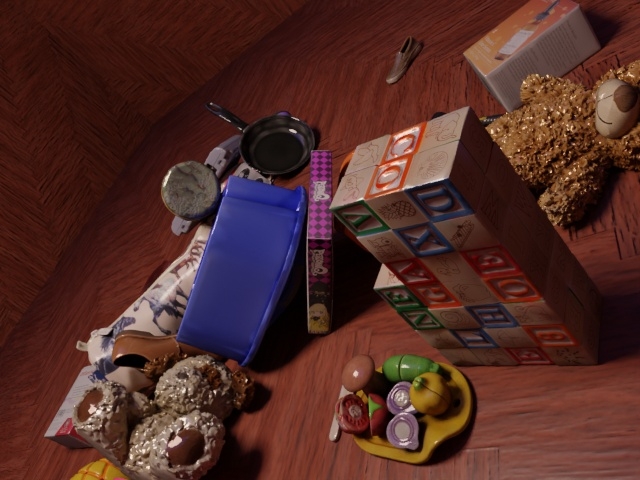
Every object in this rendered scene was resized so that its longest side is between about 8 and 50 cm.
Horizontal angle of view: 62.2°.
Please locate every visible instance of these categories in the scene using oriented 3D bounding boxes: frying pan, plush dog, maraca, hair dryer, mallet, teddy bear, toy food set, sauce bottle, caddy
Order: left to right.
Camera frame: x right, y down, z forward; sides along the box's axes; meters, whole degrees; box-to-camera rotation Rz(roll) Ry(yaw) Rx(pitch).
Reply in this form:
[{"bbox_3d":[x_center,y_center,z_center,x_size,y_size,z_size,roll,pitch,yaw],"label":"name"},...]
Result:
[{"bbox_3d":[-0.370,0.430,0.932,0.186,0.099,0.127,-29,24,-24],"label":"maraca"},{"bbox_3d":[-0.361,0.111,1.363,0.223,0.080,0.293,-40,31,-22],"label":"hair dryer"},{"bbox_3d":[-0.223,0.288,0.870,0.262,0.210,0.225,10,42,25],"label":"plush dog"},{"bbox_3d":[-0.267,-0.092,1.110,0.111,0.111,0.344,-52,9,-9],"label":"sauce bottle"},{"bbox_3d":[-0.120,0.053,0.924,0.241,0.179,0.341,-97,28,-65],"label":"caddy"},{"bbox_3d":[-0.175,-0.258,1.399,0.326,0.053,0.197,9,62,10],"label":"frying pan"},{"bbox_3d":[0.075,0.193,0.656,0.218,0.071,0.128,-12,44,46],"label":"toy food set"},{"bbox_3d":[0.263,-0.201,0.939,0.190,0.039,0.062,12,63,53],"label":"mallet"},{"bbox_3d":[0.306,-0.134,0.718,0.338,0.113,0.245,8,62,56],"label":"teddy bear"}]

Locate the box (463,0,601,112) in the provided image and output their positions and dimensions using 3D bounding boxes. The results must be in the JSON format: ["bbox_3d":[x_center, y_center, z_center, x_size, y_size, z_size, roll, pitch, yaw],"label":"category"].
[{"bbox_3d":[0.355,-0.325,0.907,0.170,0.091,0.130,-36,30,19],"label":"box"}]

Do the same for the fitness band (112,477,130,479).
[{"bbox_3d":[-0.135,0.338,0.611,0.291,0.209,0.054,-16,40,43],"label":"fitness band"}]

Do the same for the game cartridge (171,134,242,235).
[{"bbox_3d":[-0.310,-0.161,1.501,0.294,0.060,0.196,-54,1,24],"label":"game cartridge"}]

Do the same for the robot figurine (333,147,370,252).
[{"bbox_3d":[0.092,-0.083,0.921,0.219,0.128,0.158,-81,0,-46],"label":"robot figurine"}]

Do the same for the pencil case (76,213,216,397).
[{"bbox_3d":[-0.305,0.139,1.114,0.410,0.183,0.160,-47,28,-2],"label":"pencil case"}]

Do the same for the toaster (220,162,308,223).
[{"bbox_3d":[-0.108,-0.060,1.121,0.110,0.186,0.168,-50,37,0],"label":"toaster"}]

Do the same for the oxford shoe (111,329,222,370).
[{"bbox_3d":[-0.283,0.219,1.000,0.076,0.212,0.076,-101,15,-57],"label":"oxford shoe"}]

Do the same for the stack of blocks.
[{"bbox_3d":[0.144,0.021,0.546,0.171,0.297,0.087,-13,44,44],"label":"stack of blocks"}]

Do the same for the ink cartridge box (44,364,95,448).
[{"bbox_3d":[-0.539,0.383,1.231,0.127,0.072,0.175,-21,38,39],"label":"ink cartridge box"}]

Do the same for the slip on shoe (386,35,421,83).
[{"bbox_3d":[0.200,-0.449,1.316,0.135,0.041,0.051,-52,29,-9],"label":"slip on shoe"}]

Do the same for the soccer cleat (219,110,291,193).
[{"bbox_3d":[-0.150,-0.223,1.460,0.116,0.108,0.318,21,68,38],"label":"soccer cleat"}]

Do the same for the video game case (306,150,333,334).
[{"bbox_3d":[0.000,0.000,0.879,0.042,0.210,0.232,1,42,0],"label":"video game case"}]
